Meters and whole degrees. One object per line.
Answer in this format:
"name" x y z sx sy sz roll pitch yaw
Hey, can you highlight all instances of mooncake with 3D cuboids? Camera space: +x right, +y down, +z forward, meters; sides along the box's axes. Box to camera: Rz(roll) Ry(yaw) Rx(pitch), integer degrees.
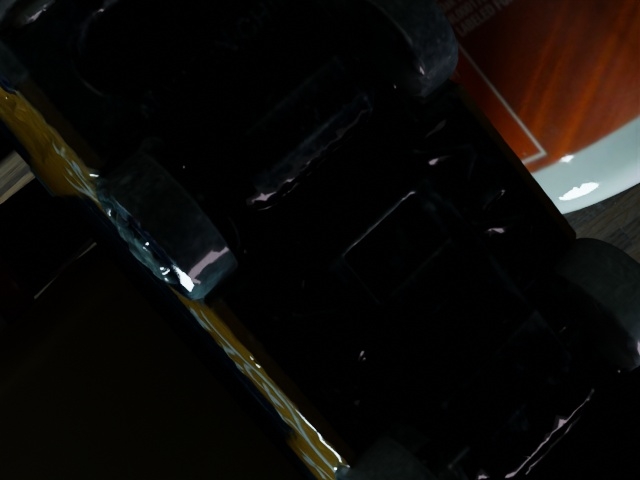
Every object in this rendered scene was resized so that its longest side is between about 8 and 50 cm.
"mooncake" -0.105 0.158 0.678 0.393 0.246 0.394 -53 173 -1

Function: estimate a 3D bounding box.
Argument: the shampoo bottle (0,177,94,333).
"shampoo bottle" -0.252 0.057 0.686 0.278 0.104 0.104 -45 -171 -25

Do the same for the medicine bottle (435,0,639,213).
"medicine bottle" 0.140 -0.176 0.614 0.252 0.241 0.252 -40 -172 7

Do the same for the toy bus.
"toy bus" 0.000 0.000 0.425 0.138 0.275 0.167 -43 -169 -15
